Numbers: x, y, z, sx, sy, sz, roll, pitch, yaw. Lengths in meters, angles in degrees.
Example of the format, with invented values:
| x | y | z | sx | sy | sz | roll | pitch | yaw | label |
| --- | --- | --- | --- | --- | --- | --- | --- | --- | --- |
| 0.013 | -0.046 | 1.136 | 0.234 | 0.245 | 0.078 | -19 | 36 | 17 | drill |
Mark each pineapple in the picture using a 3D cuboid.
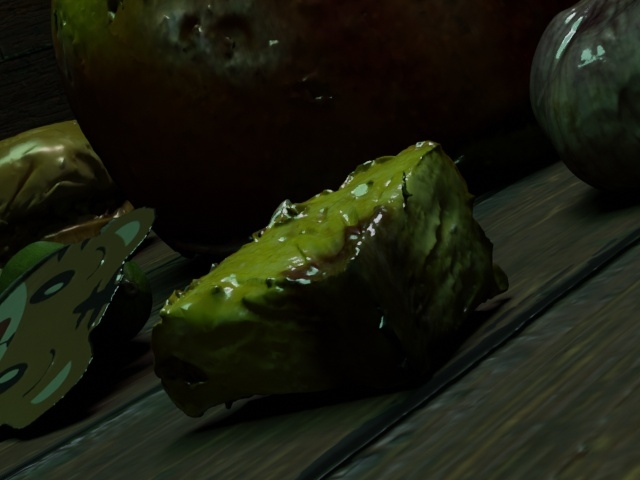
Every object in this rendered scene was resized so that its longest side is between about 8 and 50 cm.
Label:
| x | y | z | sx | sy | sz | roll | pitch | yaw | label |
| --- | --- | --- | --- | --- | --- | --- | --- | --- | --- |
| 0.006 | 0.024 | 0.481 | 0.137 | 0.069 | 0.116 | -31 | 14 | -7 | pineapple |

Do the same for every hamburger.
| x | y | z | sx | sy | sz | roll | pitch | yaw | label |
| --- | --- | --- | --- | --- | --- | --- | --- | --- | --- |
| -0.324 | -0.023 | 1.407 | 0.318 | 0.158 | 0.318 | -20 | 5 | 2 | hamburger |

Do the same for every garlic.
| x | y | z | sx | sy | sz | roll | pitch | yaw | label |
| --- | --- | --- | --- | --- | --- | --- | --- | --- | --- |
| 0.170 | -0.087 | 0.646 | 0.159 | 0.102 | 0.147 | -27 | 11 | -40 | garlic |

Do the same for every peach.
| x | y | z | sx | sy | sz | roll | pitch | yaw | label |
| --- | --- | --- | --- | --- | --- | --- | --- | --- | --- |
| -0.001 | -0.142 | 0.982 | 0.416 | 0.353 | 0.339 | 33 | 47 | 27 | peach |

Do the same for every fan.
| x | y | z | sx | sy | sz | roll | pitch | yaw | label |
| --- | --- | --- | --- | --- | --- | --- | --- | --- | --- |
| -0.178 | 0.062 | 0.697 | 0.226 | 0.008 | 0.153 | -24 | 31 | 34 | fan |

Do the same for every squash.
| x | y | z | sx | sy | sz | roll | pitch | yaw | label |
| --- | --- | --- | --- | --- | --- | --- | --- | --- | --- |
| -0.158 | 0.035 | 0.819 | 0.069 | 0.069 | 0.258 | -23 | 9 | -20 | squash |
